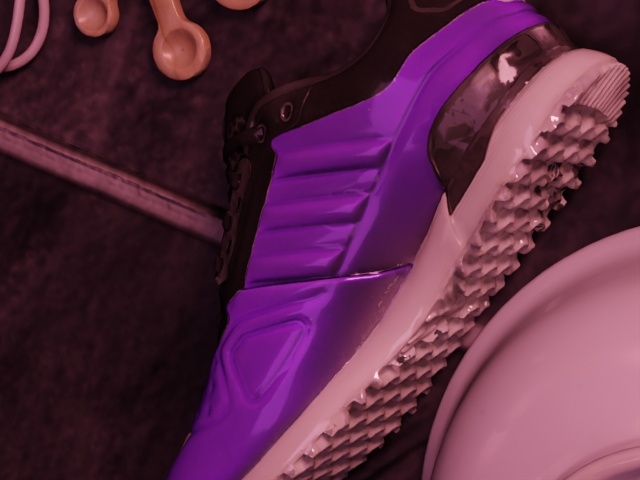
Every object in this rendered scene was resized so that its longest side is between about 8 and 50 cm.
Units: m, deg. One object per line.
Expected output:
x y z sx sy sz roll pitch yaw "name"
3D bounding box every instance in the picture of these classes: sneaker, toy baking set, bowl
0.001 0.000 0.763 0.146 0.102 0.293 42 105 18 "sneaker"
-0.125 -0.178 0.827 0.256 0.030 0.197 3 97 23 "toy baking set"
0.161 0.141 0.684 0.297 0.134 0.298 3 98 23 "bowl"
